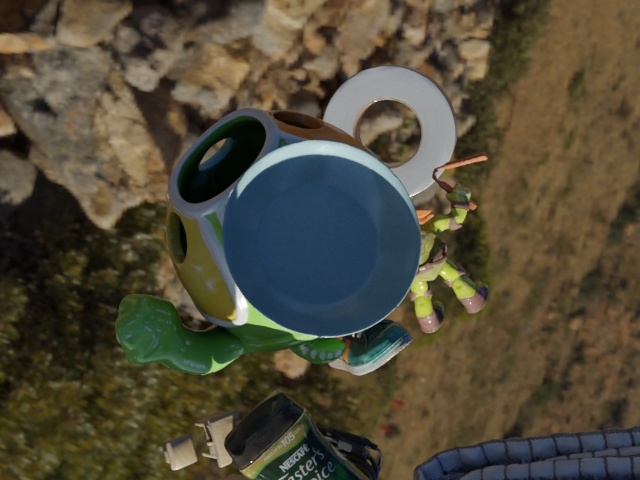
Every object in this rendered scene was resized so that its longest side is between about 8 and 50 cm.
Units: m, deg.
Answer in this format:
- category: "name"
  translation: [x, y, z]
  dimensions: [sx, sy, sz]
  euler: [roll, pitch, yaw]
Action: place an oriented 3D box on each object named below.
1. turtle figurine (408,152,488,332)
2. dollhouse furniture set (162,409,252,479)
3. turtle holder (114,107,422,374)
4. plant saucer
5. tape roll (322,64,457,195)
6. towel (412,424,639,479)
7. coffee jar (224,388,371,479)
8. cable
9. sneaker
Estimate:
- category: "turtle figurine"
  translation: [0.149, 0.017, 1.560]
  dimensions: [0.269, 0.087, 0.217]
  euler: [-35, 123, 2]
- category: "dollhouse furniture set"
  translation: [-0.218, 0.456, 1.722]
  dimensions: [0.355, 0.174, 0.303]
  euler: [-18, 99, -37]
- category: "turtle holder"
  translation: [-0.075, -0.005, 1.263]
  dimensions: [0.227, 0.320, 0.243]
  euler: [48, 20, -42]
- category: "plant saucer"
  translation: [0.000, 0.000, 1.113]
  dimensions: [0.195, 0.195, 0.037]
  euler: [-65, -176, -16]
- category: "tape roll"
  translation: [0.114, -0.179, 1.894]
  dimensions: [0.072, 0.219, 0.219]
  euler: [-45, 144, -77]
- category: "towel"
  translation: [0.208, 0.248, 0.735]
  dimensions: [0.121, 0.284, 0.235]
  euler: [-53, 131, -59]
- category: "coffee jar"
  translation: [-0.013, 0.249, 1.217]
  dimensions: [0.096, 0.184, 0.079]
  euler: [-43, -177, -3]
- category: "cable"
  translation: [-0.010, 0.326, 1.633]
  dimensions: [0.047, 0.184, 0.150]
  euler: [94, 16, -44]
- category: "sneaker"
  translation: [0.056, 0.163, 2.073]
  dimensions: [0.108, 0.302, 0.121]
  euler: [-38, 100, -22]
